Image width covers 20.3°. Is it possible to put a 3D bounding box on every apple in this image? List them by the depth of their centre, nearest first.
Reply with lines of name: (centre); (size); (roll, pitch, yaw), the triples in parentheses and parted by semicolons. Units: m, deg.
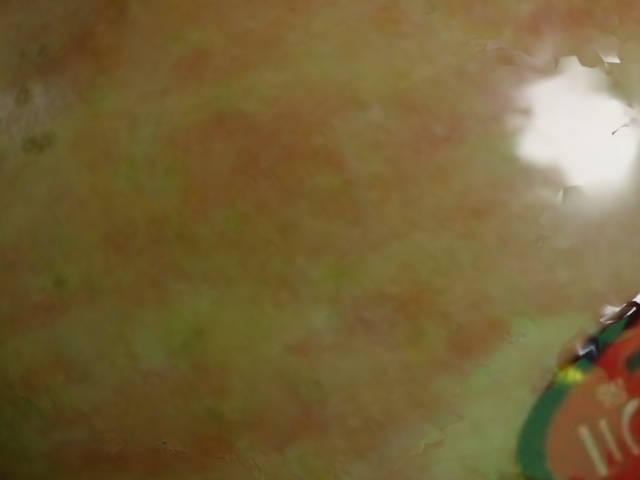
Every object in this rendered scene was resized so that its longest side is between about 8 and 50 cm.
apple: (0.000, 0.000, 0.685); (0.346, 0.391, 0.391); (-6, 139, 1)
